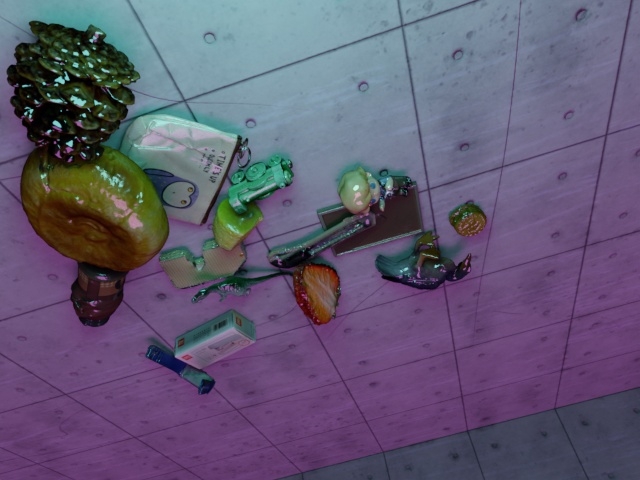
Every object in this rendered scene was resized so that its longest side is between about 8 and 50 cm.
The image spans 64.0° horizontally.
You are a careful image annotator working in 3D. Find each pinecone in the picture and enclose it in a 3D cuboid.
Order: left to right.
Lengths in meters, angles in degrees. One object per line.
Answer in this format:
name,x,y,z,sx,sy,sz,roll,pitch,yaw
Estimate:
pinecone,-0.471,-0.282,0.966,0.224,0.224,0.272,21,126,-31

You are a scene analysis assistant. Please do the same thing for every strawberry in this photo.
strawberry,-0.035,0.152,1.595,0.111,0.190,0.236,0,147,35

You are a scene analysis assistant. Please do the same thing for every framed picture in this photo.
framed picture,0.154,-0.054,1.506,0.289,0.020,0.211,-17,138,5

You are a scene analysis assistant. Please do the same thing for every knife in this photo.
knife,0.001,0.005,1.497,0.365,0.043,0.089,-26,137,22

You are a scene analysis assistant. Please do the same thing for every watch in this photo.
watch,-0.444,0.479,1.800,0.276,0.068,0.274,24,159,29

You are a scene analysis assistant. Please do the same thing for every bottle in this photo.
bottle,-0.626,0.134,1.456,0.156,0.143,0.271,-28,154,-47

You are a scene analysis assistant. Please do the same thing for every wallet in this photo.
wallet,-0.343,-0.166,1.228,0.274,0.068,0.335,19,134,-21

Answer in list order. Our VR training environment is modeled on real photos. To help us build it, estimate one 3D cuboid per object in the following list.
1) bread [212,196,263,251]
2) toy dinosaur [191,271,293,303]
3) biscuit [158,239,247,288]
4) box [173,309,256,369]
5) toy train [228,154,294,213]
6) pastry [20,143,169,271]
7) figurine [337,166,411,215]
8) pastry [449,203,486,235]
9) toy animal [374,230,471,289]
bread,-0.227,-0.048,1.357,0.111,0.129,0.114,43,133,7
toy dinosaur,-0.233,0.139,1.601,0.383,0.076,0.129,-15,176,-34
biscuit,-0.335,0.063,1.505,0.249,0.046,0.147,-15,139,4
box,-0.368,0.352,1.792,0.269,0.079,0.135,-28,135,17
toy train,-0.148,-0.144,1.278,0.178,0.105,0.071,-23,133,12
pastry,-0.512,-0.076,1.181,0.355,0.164,0.356,8,135,8
figurine,0.143,-0.130,1.359,0.196,0.108,0.114,-2,142,-15
pastry,0.443,-0.059,1.537,0.109,0.057,0.097,0,136,-14
toy animal,0.324,0.079,1.615,0.298,0.122,0.185,-13,139,3
